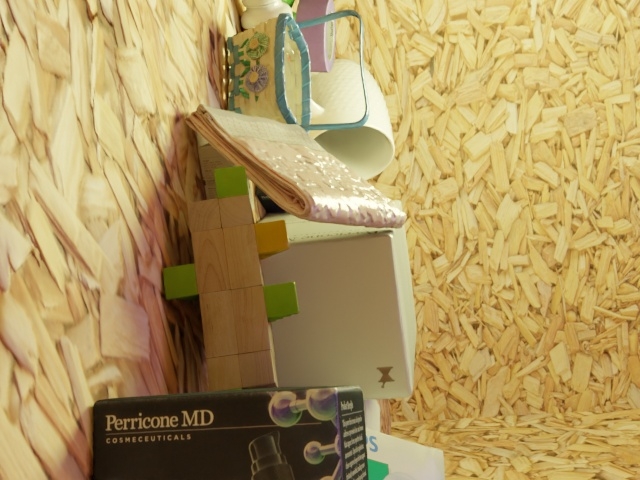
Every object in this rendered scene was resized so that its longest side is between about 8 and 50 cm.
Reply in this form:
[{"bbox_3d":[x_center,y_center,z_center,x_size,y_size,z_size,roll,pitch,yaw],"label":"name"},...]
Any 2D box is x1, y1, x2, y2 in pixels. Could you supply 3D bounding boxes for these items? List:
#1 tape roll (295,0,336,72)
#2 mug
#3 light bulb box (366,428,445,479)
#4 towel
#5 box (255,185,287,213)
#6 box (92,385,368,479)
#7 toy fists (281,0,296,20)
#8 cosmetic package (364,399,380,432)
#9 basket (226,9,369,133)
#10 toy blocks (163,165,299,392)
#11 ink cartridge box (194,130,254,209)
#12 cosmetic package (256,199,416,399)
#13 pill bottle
[{"bbox_3d":[-0.012,-0.536,1.968,0.189,0.080,0.189,3,90,-80],"label":"tape roll"},{"bbox_3d":[0.039,-0.403,2.278,0.374,0.276,0.328,29,43,-40],"label":"mug"},{"bbox_3d":[0.030,0.519,1.287,0.358,0.225,0.361,25,51,-35],"label":"light bulb box"},{"bbox_3d":[-0.032,-0.127,1.336,0.332,0.317,0.053,1,125,-57],"label":"towel"},{"bbox_3d":[-0.057,-0.121,1.790,0.207,0.153,0.108,59,28,-66],"label":"box"},{"bbox_3d":[-0.092,0.379,0.902,0.212,0.293,0.396,46,39,-75],"label":"box"},{"bbox_3d":[-0.104,-0.591,1.946,0.142,0.096,0.279,-84,164,-55],"label":"toy fists"},{"bbox_3d":[0.009,0.405,1.660,0.224,0.224,0.138,65,21,-61],"label":"cosmetic package"},{"bbox_3d":[-0.046,-0.338,1.566,0.201,0.288,0.255,52,33,-72],"label":"basket"},{"bbox_3d":[-0.135,0.106,1.231,0.261,0.190,0.381,95,-13,-74],"label":"toy blocks"},{"bbox_3d":[-0.175,-0.130,1.382,0.104,0.060,0.180,-62,145,-72],"label":"ink cartridge box"},{"bbox_3d":[0.024,0.117,1.599,0.394,0.329,0.328,-59,143,-75],"label":"cosmetic package"},{"bbox_3d":[-0.115,-0.472,1.736,0.121,0.121,0.216,-81,162,-55],"label":"pill bottle"}]
